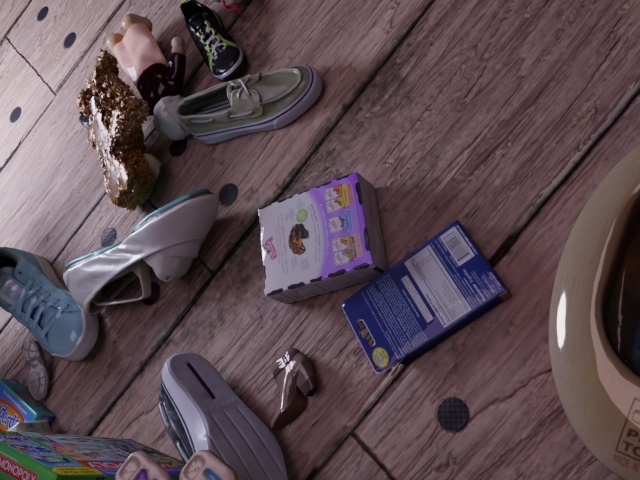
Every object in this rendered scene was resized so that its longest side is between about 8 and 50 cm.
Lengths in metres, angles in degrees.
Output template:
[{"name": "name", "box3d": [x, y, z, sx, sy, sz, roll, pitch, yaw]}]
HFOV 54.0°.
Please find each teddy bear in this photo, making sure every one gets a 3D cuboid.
[{"name": "teddy bear", "box3d": [-0.415, -0.231, 1.315, 0.338, 0.113, 0.245, 55, 133, 28]}]

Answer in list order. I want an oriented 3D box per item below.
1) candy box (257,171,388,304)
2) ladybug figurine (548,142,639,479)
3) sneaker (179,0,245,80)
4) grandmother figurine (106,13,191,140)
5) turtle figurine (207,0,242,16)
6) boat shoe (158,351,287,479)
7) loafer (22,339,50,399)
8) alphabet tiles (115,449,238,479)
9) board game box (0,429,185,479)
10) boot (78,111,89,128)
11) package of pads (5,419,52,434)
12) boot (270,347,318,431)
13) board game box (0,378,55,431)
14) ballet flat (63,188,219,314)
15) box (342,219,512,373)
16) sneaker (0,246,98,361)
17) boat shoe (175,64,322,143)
[{"name": "candy box", "box3d": [0.000, 0.000, 1.039, 0.196, 0.070, 0.164, -18, 65, 24]}, {"name": "ladybug figurine", "box3d": [0.428, 0.071, 0.701, 0.305, 0.162, 0.449, 21, 84, 34]}, {"name": "sneaker", "box3d": [-0.240, -0.427, 1.319, 0.084, 0.097, 0.234, -41, 57, 13]}, {"name": "grandmother figurine", "box3d": [-0.358, -0.354, 1.370, 0.208, 0.104, 0.342, -47, 58, 28]}, {"name": "turtle figurine", "box3d": [-0.170, -0.576, 1.322, 0.234, 0.118, 0.175, -41, 71, -6]}, {"name": "boat shoe", "box3d": [-0.161, 0.326, 1.006, 0.335, 0.121, 0.119, 48, 129, 40]}, {"name": "loafer", "box3d": [-0.588, 0.270, 1.316, 0.045, 0.039, 0.125, -16, 81, 3]}, {"name": "alphabet tiles", "box3d": [-0.187, 0.422, 0.804, 0.278, 0.021, 0.284, 35, 82, 15]}, {"name": "board game box", "box3d": [-0.346, 0.350, 0.970, 0.214, 0.317, 0.046, 7, 76, 32]}, {"name": "boot", "box3d": [-0.513, -0.298, 1.469, 0.099, 0.045, 0.121, -51, 48, 3]}, {"name": "package of pads", "box3d": [-0.604, 0.506, 1.163, 0.297, 0.101, 0.229, -32, 71, 9]}, {"name": "boot", "box3d": [-0.054, 0.235, 1.010, 0.118, 0.042, 0.087, -47, 50, 7]}, {"name": "board game box", "box3d": [-0.652, 0.416, 1.292, 0.160, 0.047, 0.210, 23, 85, 34]}, {"name": "ballet flat", "box3d": [-0.330, 0.038, 1.204, 0.401, 0.139, 0.139, -26, 61, 26]}, {"name": "box", "box3d": [0.150, 0.088, 0.937, 0.225, 0.036, 0.136, -36, 58, 14]}, {"name": "sneaker", "box3d": [-0.606, 0.128, 1.306, 0.366, 0.150, 0.135, 30, 91, 36]}, {"name": "boat shoe", "box3d": [-0.142, -0.263, 1.204, 0.303, 0.094, 0.109, -17, 65, 25]}]
